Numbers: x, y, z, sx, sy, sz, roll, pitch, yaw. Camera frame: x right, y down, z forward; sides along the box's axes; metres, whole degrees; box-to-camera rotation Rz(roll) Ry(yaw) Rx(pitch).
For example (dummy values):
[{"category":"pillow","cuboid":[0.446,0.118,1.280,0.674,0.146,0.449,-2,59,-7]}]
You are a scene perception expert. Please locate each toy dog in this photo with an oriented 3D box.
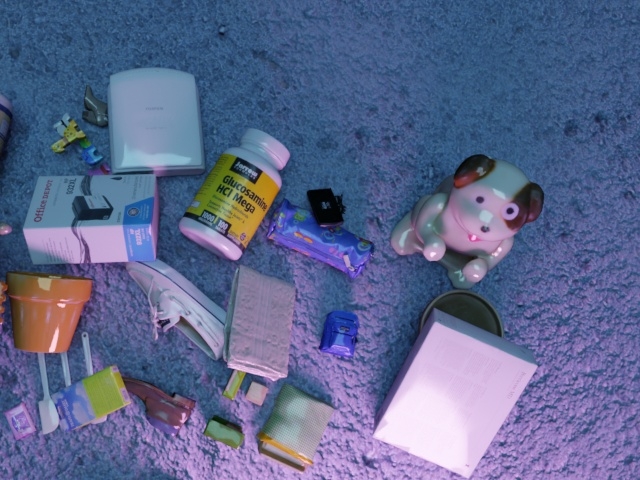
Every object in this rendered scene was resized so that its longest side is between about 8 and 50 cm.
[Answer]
[{"category":"toy dog","cuboid":[0.421,-0.071,1.782,0.284,0.408,0.395,39,77,1]}]

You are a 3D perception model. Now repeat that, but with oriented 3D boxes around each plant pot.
[{"category":"plant pot","cuboid":[0.378,0.259,1.865,0.237,0.110,0.238,1,79,-6]},{"category":"plant pot","cuboid":[-0.695,0.181,1.704,0.205,0.205,0.188,6,88,-6]}]

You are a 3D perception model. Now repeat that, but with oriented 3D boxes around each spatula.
[{"category":"spatula","cuboid":[-0.657,0.368,1.761,0.168,0.019,0.242,-11,80,-4]}]

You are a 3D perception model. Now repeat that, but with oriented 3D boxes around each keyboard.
[{"category":"keyboard","cuboid":[0.024,-0.085,1.875,0.100,0.038,0.192,-5,35,-9]}]

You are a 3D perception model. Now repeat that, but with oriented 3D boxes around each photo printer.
[{"category":"photo printer","cuboid":[-0.458,-0.333,1.869,0.255,0.107,0.308,-3,79,-14]}]

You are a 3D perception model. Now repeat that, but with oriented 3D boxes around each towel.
[{"category":"towel","cuboid":[-0.159,0.217,1.777,0.187,0.049,0.282,23,57,-28]}]

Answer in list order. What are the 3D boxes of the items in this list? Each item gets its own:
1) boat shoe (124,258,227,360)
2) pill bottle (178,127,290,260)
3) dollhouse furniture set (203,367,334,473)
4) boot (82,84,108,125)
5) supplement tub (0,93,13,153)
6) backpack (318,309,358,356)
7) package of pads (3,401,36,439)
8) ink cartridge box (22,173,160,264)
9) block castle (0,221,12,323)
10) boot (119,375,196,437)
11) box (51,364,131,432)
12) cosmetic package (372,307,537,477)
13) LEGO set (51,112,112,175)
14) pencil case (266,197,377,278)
[{"category":"boat shoe","cuboid":[-0.393,0.188,1.764,0.367,0.136,0.156,40,60,-5]},{"category":"pill bottle","cuboid":[-0.224,-0.128,1.823,0.187,0.188,0.334,29,77,-1]},{"category":"dollhouse furniture set","cuboid":[-0.122,0.463,1.739,0.301,0.151,0.198,25,77,-2]},{"category":"boot","cuboid":[-0.625,-0.379,1.901,0.086,0.042,0.119,4,79,-13]},{"category":"supplement tub","cuboid":[-0.949,-0.243,1.734,0.228,0.228,0.317,11,78,-5]},{"category":"backpack","cuboid":[0.060,0.250,1.832,0.097,0.101,0.120,16,74,-11]},{"category":"package of pads","cuboid":[-0.767,0.462,1.718,0.050,0.032,0.083,-26,83,-10]},{"category":"ink cartridge box","cuboid":[-0.582,-0.059,1.744,0.307,0.129,0.223,-2,42,-8]},{"category":"block castle","cuboid":[-0.876,0.154,1.619,0.212,0.303,0.454,8,77,-24]},{"category":"boot","cuboid":[-0.443,0.427,1.742,0.219,0.082,0.106,21,74,-5]},{"category":"box","cuboid":[-0.583,0.403,1.711,0.178,0.042,0.109,-26,81,7]},{"category":"cosmetic package","cuboid":[0.341,0.401,1.751,0.284,0.097,0.377,25,109,0]},{"category":"LEGO set","cuboid":[-0.673,-0.248,1.842,0.093,0.087,0.227,-37,84,-13]},{"category":"pencil case","cuboid":[0.000,0.000,1.859,0.306,0.133,0.119,26,117,-1]}]
